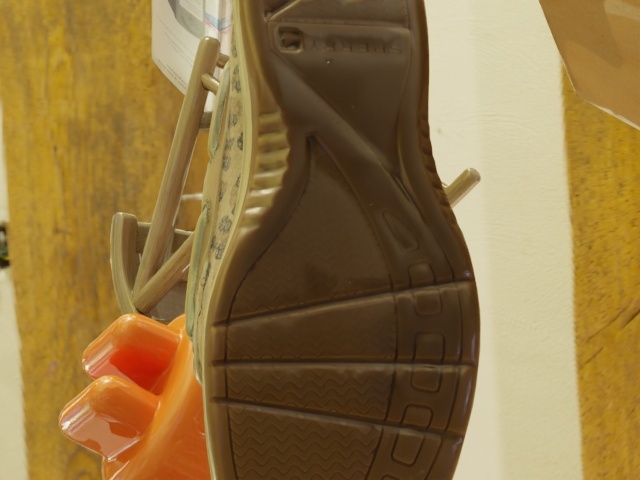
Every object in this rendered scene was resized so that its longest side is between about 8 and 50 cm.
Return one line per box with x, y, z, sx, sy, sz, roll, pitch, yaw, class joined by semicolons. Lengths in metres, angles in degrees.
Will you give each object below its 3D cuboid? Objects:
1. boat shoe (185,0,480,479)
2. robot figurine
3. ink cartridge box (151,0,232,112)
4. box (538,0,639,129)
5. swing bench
0.000;0.000;0.429;0.104;0.089;0.285;7;-110;-14;boat shoe
-0.047;0.127;0.649;0.219;0.158;0.128;28;-76;-20;robot figurine
-0.051;-0.296;1.072;0.131;0.226;0.306;46;-29;21;ink cartridge box
0.174;-0.063;0.434;0.201;0.164;0.021;37;-94;33;box
-0.033;-0.011;0.955;0.165;0.253;0.254;39;-73;36;swing bench
